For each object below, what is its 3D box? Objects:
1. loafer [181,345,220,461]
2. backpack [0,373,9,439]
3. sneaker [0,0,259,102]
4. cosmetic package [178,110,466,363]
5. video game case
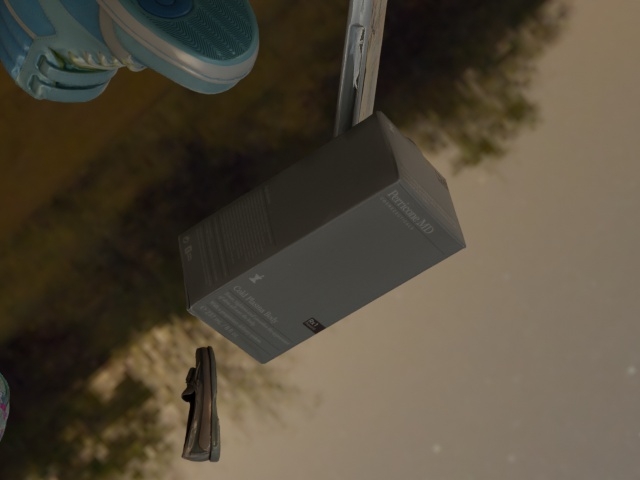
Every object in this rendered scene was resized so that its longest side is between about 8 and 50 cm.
[{"bbox_3d":[-0.122,0.162,1.802,0.039,0.125,0.045,-1,149,-8],"label":"loafer"},{"bbox_3d":[-0.367,0.139,1.590,0.115,0.182,0.152,-47,-170,46],"label":"backpack"},{"bbox_3d":[-0.185,-0.183,1.666,0.127,0.319,0.208,-24,143,-37],"label":"sneaker"},{"bbox_3d":[0.000,0.000,1.670,0.238,0.127,0.107,-30,-135,21],"label":"cosmetic package"},{"bbox_3d":[0.041,-0.175,1.817,0.204,0.025,0.285,-70,168,-68],"label":"video game case"}]
